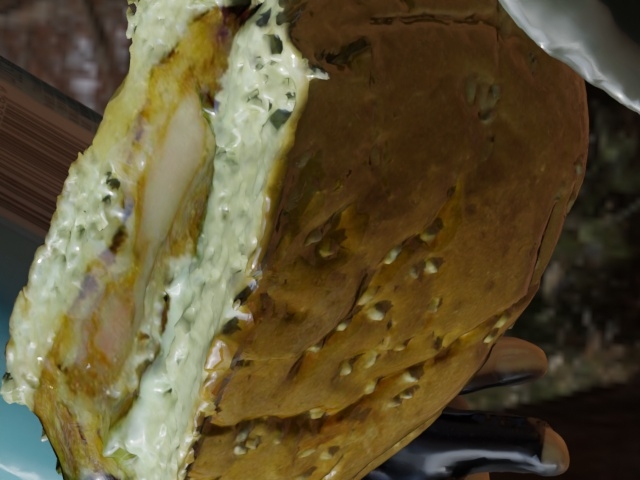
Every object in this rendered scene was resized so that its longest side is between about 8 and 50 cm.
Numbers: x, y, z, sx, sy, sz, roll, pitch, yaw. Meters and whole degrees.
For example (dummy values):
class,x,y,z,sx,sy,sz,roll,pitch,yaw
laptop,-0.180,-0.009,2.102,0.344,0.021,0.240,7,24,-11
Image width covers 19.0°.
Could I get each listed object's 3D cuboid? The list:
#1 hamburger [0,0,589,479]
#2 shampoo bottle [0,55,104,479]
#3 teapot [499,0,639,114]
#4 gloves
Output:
class,x,y,z,sx,sy,sz,roll,pitch,yaw
hamburger,0.000,0.000,0.777,0.132,0.211,0.308,48,132,31
shampoo bottle,-0.215,0.063,1.375,0.331,0.343,0.331,-45,25,28
teapot,0.144,-0.110,0.474,0.285,0.223,0.305,-60,-38,-47
gloves,0.035,0.066,1.129,0.152,0.301,0.197,-42,-40,-8
